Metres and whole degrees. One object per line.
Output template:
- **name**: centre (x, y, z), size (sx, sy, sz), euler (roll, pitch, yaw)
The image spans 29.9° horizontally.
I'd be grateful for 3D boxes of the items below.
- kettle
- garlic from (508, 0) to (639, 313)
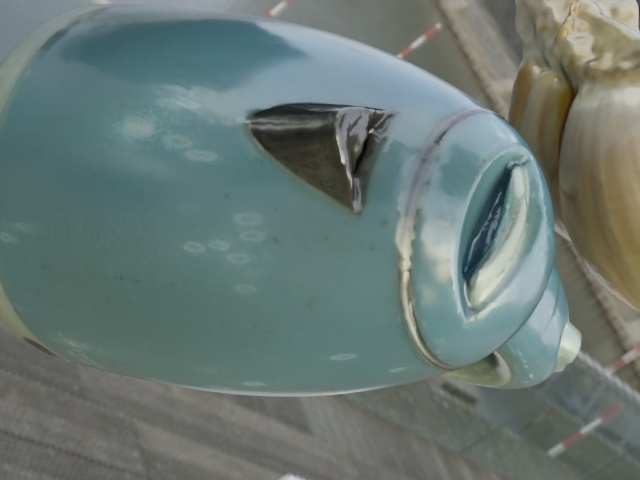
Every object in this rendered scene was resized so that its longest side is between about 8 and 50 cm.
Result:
- **kettle**: centre (0.000, 0.000, 0.760), size (0.342, 0.247, 0.319), euler (10, -21, 37)
- **garlic**: centre (0.281, -0.058, 0.919), size (0.313, 0.249, 0.286), euler (24, -3, -39)
